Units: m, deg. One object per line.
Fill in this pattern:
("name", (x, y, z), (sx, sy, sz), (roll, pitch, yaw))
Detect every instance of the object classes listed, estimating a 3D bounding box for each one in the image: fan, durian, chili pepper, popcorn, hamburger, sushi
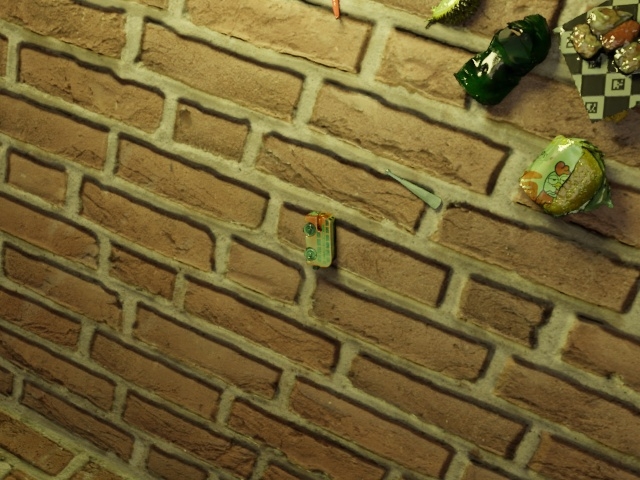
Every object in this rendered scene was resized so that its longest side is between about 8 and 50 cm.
("fan", (0.275, -0.159, 1.787), (0.193, 0.016, 0.038), (34, 110, 7))
("durian", (0.369, -0.640, 1.599), (0.215, 0.086, 0.100), (-48, 53, 21))
("chili pepper", (0.490, -0.471, 1.567), (0.264, 0.116, 0.148), (-40, 93, 25))
("popcorn", (0.766, -0.342, 1.534), (0.084, 0.084, 0.084), (5, 107, 18))
("hamburger", (0.666, -0.154, 1.587), (0.235, 0.125, 0.214), (52, 125, 15))
("sushi", (0.755, -0.472, 1.458), (0.294, 0.059, 0.292), (-25, 78, 23))

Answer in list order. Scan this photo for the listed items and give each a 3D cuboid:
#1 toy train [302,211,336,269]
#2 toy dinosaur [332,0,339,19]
("toy train", (0.000, 0.000, 1.900), (0.099, 0.072, 0.188), (0, 105, 13))
("toy dinosaur", (0.054, -0.781, 1.676), (0.138, 0.070, 0.286), (-21, 99, 1))
